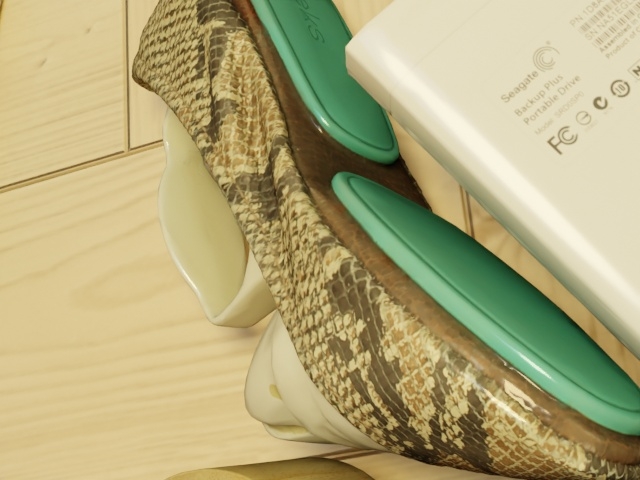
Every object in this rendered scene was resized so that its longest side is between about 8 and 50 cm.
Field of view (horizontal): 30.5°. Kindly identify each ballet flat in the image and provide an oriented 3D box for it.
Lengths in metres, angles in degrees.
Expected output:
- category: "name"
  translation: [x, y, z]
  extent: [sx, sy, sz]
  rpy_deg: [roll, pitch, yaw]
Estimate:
- category: "ballet flat"
  translation: [0.000, 0.000, 0.682]
  extent: [0.182, 0.164, 0.482]
  rpy_deg: [-51, 45, 19]

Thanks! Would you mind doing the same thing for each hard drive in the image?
- category: "hard drive"
  translation: [0.217, -0.044, 0.573]
  extent: [0.233, 0.047, 0.353]
  rpy_deg: [-42, 76, -9]

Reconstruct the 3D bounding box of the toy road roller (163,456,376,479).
- category: "toy road roller"
  translation: [0.068, 0.232, 0.547]
  extent: [0.330, 0.202, 0.240]
  rpy_deg: [-1, 82, 25]
